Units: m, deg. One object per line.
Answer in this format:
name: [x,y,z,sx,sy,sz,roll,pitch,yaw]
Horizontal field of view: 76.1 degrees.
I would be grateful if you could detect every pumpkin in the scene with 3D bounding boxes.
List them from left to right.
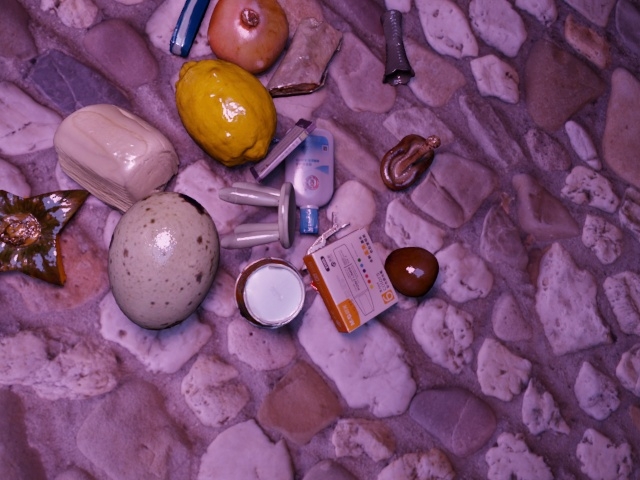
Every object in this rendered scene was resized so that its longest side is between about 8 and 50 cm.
pumpkin: [-0.824,-0.026,1.152,0.257,0.095,0.291,10,86,-13]

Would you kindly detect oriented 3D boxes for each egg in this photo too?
egg: [-0.424,0.056,1.125,0.287,0.287,0.380,2,96,-11]

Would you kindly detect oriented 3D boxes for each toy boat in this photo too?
toy boat: [-0.404,-0.728,1.306,0.061,0.096,0.300,20,79,-19]

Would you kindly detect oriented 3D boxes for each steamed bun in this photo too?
steamed bun: [-0.561,-0.260,1.169,0.290,0.273,0.273,30,64,-10]

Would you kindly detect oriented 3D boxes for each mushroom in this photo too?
mushroom: [0.306,-0.274,1.329,0.148,0.217,0.227,39,79,-5]

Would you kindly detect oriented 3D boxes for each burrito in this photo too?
burrito: [-0.051,-0.586,1.356,0.174,0.107,0.348,26,78,6]

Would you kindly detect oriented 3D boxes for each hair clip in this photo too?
hair clip: [0.000,0.000,1.337,0.072,0.034,0.226,44,79,-3]

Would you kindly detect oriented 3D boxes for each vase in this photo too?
vase: [0.260,-0.673,1.424,0.115,0.115,0.238,-3,82,-11]

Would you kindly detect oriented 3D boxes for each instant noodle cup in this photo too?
instant noodle cup: [-0.143,0.158,1.220,0.229,0.182,0.231,1,85,-12]

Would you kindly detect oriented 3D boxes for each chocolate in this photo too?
chocolate: [0.290,0.093,1.323,0.176,0.177,0.177,1,84,-11]

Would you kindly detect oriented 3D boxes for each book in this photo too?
book: [-0.115,-0.270,1.213,0.231,0.157,0.026,-44,117,3]

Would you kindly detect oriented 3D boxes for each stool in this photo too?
stool: [-0.178,-0.079,1.202,0.198,0.195,0.196,4,105,4]

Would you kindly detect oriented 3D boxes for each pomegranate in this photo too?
pomegranate: [-0.217,-0.642,1.241,0.229,0.270,0.252,44,85,-12]

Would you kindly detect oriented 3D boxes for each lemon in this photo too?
lemon: [-0.275,-0.382,1.208,0.284,0.285,0.317,-9,80,-11]

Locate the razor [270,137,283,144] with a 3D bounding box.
razor: [-0.137,-0.326,1.347,0.154,0.028,0.044,-8,86,-11]

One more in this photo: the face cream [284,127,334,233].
face cream: [-0.037,-0.190,1.322,0.162,0.080,0.338,2,88,-13]

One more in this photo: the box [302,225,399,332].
box: [0.098,0.124,1.291,0.220,0.091,0.274,-29,94,-26]

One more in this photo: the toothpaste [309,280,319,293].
toothpaste: [0.041,0.200,1.329,0.048,0.031,0.190,-39,90,-9]
